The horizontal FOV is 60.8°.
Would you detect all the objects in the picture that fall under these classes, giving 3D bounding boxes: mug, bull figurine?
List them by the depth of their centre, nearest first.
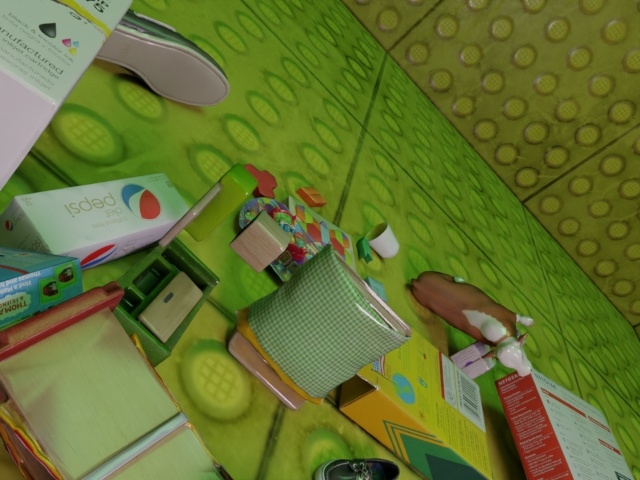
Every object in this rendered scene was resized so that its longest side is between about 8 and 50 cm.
[{"bbox_3d":[0.331,0.158,1.140,0.310,0.101,0.188,39,16,37],"label":"bull figurine"},{"bbox_3d":[0.140,0.000,1.182,0.064,0.062,0.078,51,34,-19],"label":"mug"}]

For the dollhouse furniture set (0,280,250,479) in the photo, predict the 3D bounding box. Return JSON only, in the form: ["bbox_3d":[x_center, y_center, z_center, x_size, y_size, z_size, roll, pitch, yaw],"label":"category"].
[{"bbox_3d":[-0.249,0.200,0.334,0.374,0.152,0.201,-29,82,-44],"label":"dollhouse furniture set"}]

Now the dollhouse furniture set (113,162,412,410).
[{"bbox_3d":[-0.066,0.094,0.624,0.301,0.197,0.151,45,28,-10],"label":"dollhouse furniture set"}]

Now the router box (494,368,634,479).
[{"bbox_3d":[0.508,0.441,1.065,0.335,0.082,0.301,33,33,-31],"label":"router box"}]

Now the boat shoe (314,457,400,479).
[{"bbox_3d":[0.051,0.306,0.714,0.142,0.040,0.049,20,42,-45],"label":"boat shoe"}]

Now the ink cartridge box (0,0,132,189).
[{"bbox_3d":[-0.350,-0.195,0.542,0.198,0.197,0.270,35,32,-29],"label":"ink cartridge box"}]

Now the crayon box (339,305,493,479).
[{"bbox_3d":[0.138,0.236,0.881,0.318,0.081,0.202,42,29,-18],"label":"crayon box"}]

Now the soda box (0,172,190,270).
[{"bbox_3d":[-0.249,-0.020,0.626,0.074,0.069,0.216,54,28,5],"label":"soda box"}]

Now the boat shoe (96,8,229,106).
[{"bbox_3d":[-0.289,-0.318,0.868,0.335,0.112,0.095,14,51,-44],"label":"boat shoe"}]

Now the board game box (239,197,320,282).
[{"bbox_3d":[-0.052,-0.010,0.892,0.168,0.033,0.133,53,34,1],"label":"board game box"}]

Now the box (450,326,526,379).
[{"bbox_3d":[0.393,0.250,1.254,0.324,0.067,0.063,-2,59,-57],"label":"box"}]

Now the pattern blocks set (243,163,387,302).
[{"bbox_3d":[0.000,0.000,1.011,0.325,0.026,0.285,20,41,-45],"label":"pattern blocks set"}]

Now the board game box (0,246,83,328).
[{"bbox_3d":[-0.310,0.046,0.382,0.211,0.160,0.039,-26,119,-61],"label":"board game box"}]
